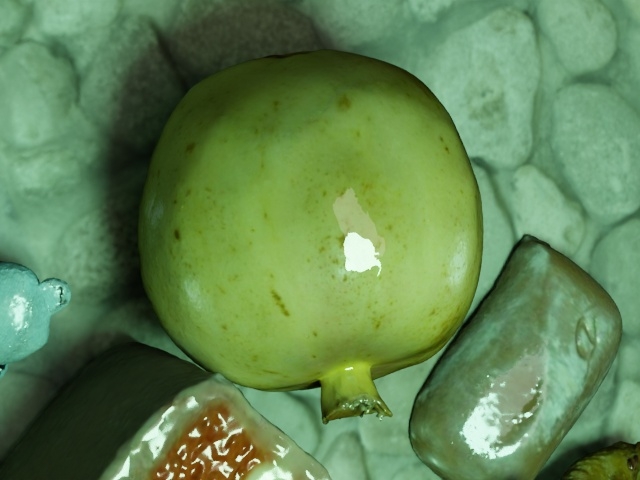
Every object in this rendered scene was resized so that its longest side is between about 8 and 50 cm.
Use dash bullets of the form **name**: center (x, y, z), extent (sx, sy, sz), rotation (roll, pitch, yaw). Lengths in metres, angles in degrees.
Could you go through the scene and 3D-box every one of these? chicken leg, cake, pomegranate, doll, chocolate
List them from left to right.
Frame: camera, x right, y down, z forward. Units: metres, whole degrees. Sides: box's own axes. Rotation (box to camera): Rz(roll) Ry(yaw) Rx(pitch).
- **doll**: center (-0.297, 0.029, 1.441), extent (0.180, 0.075, 0.120), rotation (43, 113, -3)
- **cake**: center (-0.146, 0.258, 1.436), extent (0.237, 0.230, 0.309), rotation (45, 74, -21)
- **pomegranate**: center (0.000, 0.000, 1.462), extent (0.319, 0.319, 0.319), rotation (-2, 94, -27)
- **chocolate**: center (0.204, 0.136, 1.692), extent (0.161, 0.083, 0.261), rotation (37, 77, -23)
- **chicken leg**: center (0.249, 0.256, 1.691), extent (0.252, 0.087, 0.107), rotation (-1, 86, -46)
